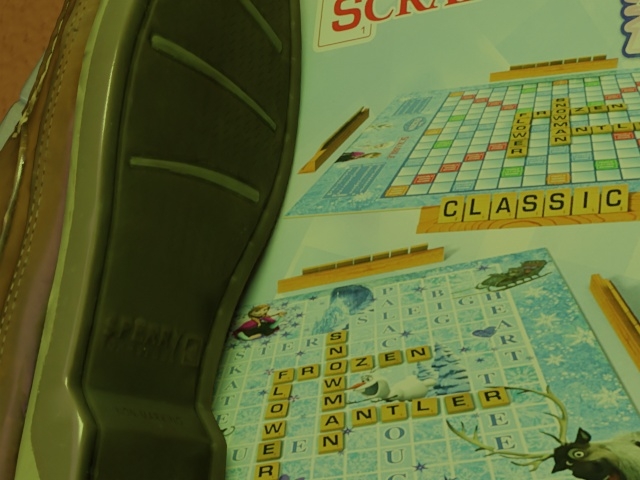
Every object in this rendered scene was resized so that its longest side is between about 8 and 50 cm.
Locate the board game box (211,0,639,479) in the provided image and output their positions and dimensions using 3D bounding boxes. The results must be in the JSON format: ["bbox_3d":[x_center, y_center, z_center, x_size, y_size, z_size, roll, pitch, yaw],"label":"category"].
[{"bbox_3d":[0.037,0.031,0.598,0.318,0.066,0.318,-7,65,30],"label":"board game box"}]

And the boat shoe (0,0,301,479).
[{"bbox_3d":[-0.087,0.006,0.577,0.104,0.110,0.307,-1,69,33],"label":"boat shoe"}]

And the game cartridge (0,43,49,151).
[{"bbox_3d":[0.000,0.000,0.720,0.355,0.068,0.230,26,77,33],"label":"game cartridge"}]
